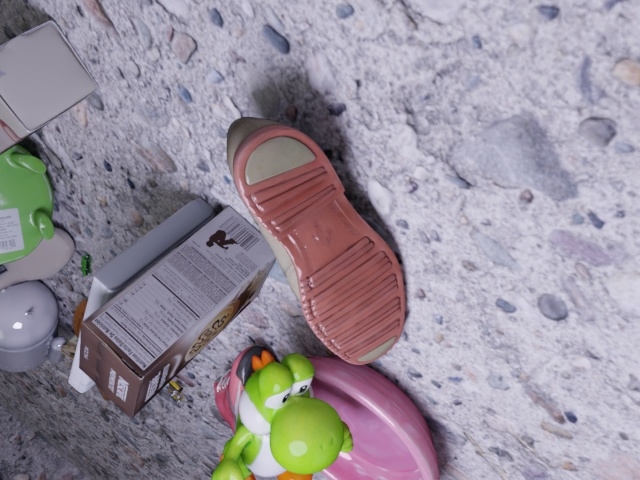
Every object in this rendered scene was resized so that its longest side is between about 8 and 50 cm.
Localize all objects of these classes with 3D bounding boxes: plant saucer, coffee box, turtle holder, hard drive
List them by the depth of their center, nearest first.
[{"bbox_3d":[-0.213,0.105,1.053,0.119,0.297,0.168,41,145,7],"label":"coffee box"},{"bbox_3d":[-0.307,0.100,1.165,0.047,0.233,0.353,40,138,6],"label":"hard drive"},{"bbox_3d":[0.062,0.315,1.167,0.332,0.084,0.332,27,141,24],"label":"plant saucer"},{"bbox_3d":[-0.688,-0.111,1.374,0.227,0.243,0.320,21,148,55],"label":"turtle holder"}]

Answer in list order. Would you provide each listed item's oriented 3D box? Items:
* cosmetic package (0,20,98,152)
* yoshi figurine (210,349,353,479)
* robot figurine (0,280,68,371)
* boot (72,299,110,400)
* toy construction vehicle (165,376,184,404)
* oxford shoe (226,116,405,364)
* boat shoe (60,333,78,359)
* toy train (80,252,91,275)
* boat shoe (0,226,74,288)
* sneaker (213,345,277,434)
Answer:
[{"bbox_3d":[-0.517,-0.234,1.155,0.296,0.153,0.129,-9,120,50],"label":"cosmetic package"},{"bbox_3d":[-0.059,0.327,1.085,0.203,0.203,0.362,22,138,6],"label":"yoshi figurine"},{"bbox_3d":[-0.810,0.227,1.854,0.300,0.199,0.353,29,144,-2],"label":"robot figurine"},{"bbox_3d":[-0.503,0.214,1.639,0.220,0.109,0.283,52,136,31],"label":"boot"},{"bbox_3d":[-0.363,0.347,1.673,0.098,0.035,0.086,46,156,4],"label":"toy construction vehicle"},{"bbox_3d":[0.000,0.000,0.918,0.397,0.141,0.146,65,171,-32],"label":"oxford shoe"},{"bbox_3d":[-0.539,0.328,1.776,0.285,0.089,0.104,27,140,23],"label":"boat shoe"},{"bbox_3d":[-0.532,0.053,1.564,0.023,0.017,0.083,49,146,15],"label":"toy train"},{"bbox_3d":[-0.688,0.026,1.624,0.341,0.158,0.127,-18,109,21],"label":"boat shoe"},{"bbox_3d":[-0.163,0.300,1.352,0.136,0.116,0.313,30,142,23],"label":"sneaker"}]
